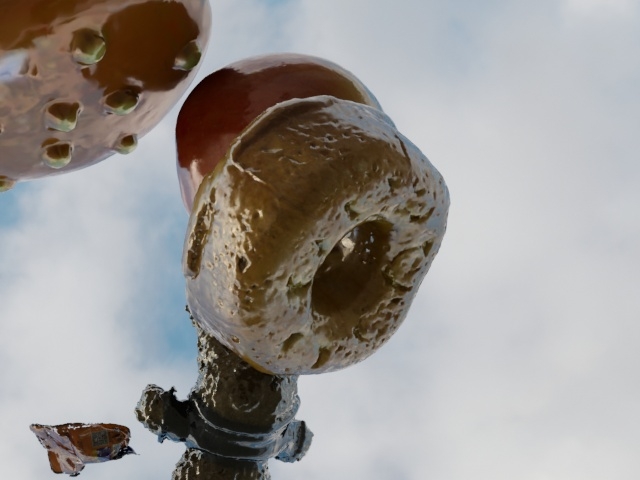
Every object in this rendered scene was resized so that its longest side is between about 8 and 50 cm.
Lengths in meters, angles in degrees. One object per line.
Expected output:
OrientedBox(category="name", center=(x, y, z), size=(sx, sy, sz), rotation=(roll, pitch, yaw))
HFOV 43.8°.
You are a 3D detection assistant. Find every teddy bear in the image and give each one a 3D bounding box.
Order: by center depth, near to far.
OrientedBox(category="teddy bear", center=(-0.077, 0.148, 0.736), size=(0.182, 0.129, 0.251), rotation=(14, -107, -17))

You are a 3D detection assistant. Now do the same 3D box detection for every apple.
OrientedBox(category="apple", center=(-0.044, -0.101, 0.964), size=(0.241, 0.242, 0.241), rotation=(-4, -112, 29))

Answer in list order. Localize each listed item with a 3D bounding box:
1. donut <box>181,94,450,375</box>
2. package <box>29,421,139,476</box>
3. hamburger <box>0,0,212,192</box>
OrientedBox(category="donut", center=(-0.002, 0.001, 0.619), size=(0.227, 0.226, 0.114), rotation=(-34, -132, -21))
OrientedBox(category="package", center=(-0.255, 0.225, 0.866), size=(0.111, 0.077, 0.033), rotation=(-7, -132, 3))
OrientedBox(category="hamburger", center=(-0.315, -0.250, 0.908), size=(0.396, 0.395, 0.277), rotation=(-29, -106, -20))
